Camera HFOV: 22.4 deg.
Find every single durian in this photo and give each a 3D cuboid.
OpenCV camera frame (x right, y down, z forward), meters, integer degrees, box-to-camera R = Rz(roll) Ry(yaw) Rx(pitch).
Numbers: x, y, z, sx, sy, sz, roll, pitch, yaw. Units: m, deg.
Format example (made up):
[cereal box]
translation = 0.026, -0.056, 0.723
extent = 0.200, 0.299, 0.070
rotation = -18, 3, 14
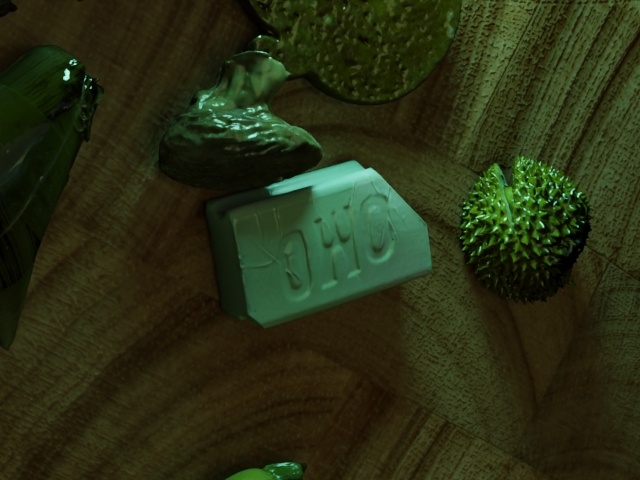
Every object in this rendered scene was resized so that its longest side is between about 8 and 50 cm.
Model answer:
[durian]
translation = 0.320, 0.002, 2.315
extent = 0.237, 0.138, 0.193
rotation = 41, 78, -30

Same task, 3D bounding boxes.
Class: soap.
[soap]
translation = 0.000, 0.000, 2.153
extent = 0.290, 0.095, 0.172
rotation = -17, 109, -27

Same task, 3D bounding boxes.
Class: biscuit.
[biscuit]
translation = 0.019, -0.331, 2.119
extent = 0.314, 0.063, 0.367
rotation = -49, 118, -9

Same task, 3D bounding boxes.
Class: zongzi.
[zongzi]
translation = -0.347, -0.051, 1.937
extent = 0.274, 0.145, 0.300
rotation = -43, 134, -22

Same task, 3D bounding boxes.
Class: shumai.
[shumai]
translation = -0.104, -0.150, 2.049
extent = 0.210, 0.161, 0.153
rotation = -2, 79, -10

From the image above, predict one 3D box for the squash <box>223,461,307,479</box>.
[squash]
translation = -0.134, 0.375, 2.155
extent = 0.287, 0.137, 0.137
rotation = -50, 120, -26

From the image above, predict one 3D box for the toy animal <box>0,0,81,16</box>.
[toy animal]
translation = -0.321, -0.329, 1.912
extent = 0.188, 0.089, 0.179
rotation = 18, 101, -31
